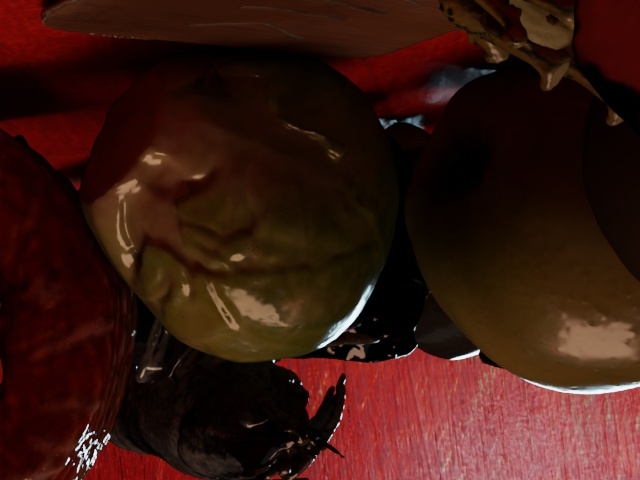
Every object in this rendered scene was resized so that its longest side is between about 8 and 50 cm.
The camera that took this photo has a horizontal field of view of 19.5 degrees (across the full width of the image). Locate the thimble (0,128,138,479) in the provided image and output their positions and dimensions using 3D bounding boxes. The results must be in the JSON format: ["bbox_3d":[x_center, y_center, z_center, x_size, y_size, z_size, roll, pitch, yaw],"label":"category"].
[{"bbox_3d":[-0.305,0.063,1.381,0.350,0.350,0.230,-6,174,-4],"label":"thimble"}]

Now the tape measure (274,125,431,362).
[{"bbox_3d":[0.000,0.000,1.600,0.135,0.222,0.202,-9,-174,-35],"label":"tape measure"}]

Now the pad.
[{"bbox_3d":[0.014,-0.158,1.148,0.287,0.018,0.284,0,171,-40],"label":"pad"}]

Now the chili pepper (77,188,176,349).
[{"bbox_3d":[-0.122,0.035,1.799,0.249,0.233,0.257,-5,168,-44],"label":"chili pepper"}]

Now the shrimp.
[{"bbox_3d":[-0.087,0.127,1.521,0.411,0.166,0.221,-10,128,51],"label":"shrimp"}]

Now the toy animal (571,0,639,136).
[{"bbox_3d":[0.264,-0.102,0.977,0.235,0.165,0.187,29,117,-26],"label":"toy animal"}]

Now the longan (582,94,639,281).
[{"bbox_3d":[0.322,-0.051,1.263,0.300,0.300,0.243,-10,146,27],"label":"longan"}]

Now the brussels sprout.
[{"bbox_3d":[-0.051,-0.031,1.341,0.244,0.244,0.244,-6,173,-1],"label":"brussels sprout"}]

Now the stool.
[{"bbox_3d":[0.125,0.002,1.669,0.139,0.228,0.153,-28,-160,42],"label":"stool"}]

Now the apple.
[{"bbox_3d":[0.209,-0.010,1.491,0.279,0.279,0.279,-6,173,-1],"label":"apple"}]

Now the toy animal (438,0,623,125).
[{"bbox_3d":[0.111,-0.130,1.080,0.136,0.073,0.181,32,-167,32],"label":"toy animal"}]
